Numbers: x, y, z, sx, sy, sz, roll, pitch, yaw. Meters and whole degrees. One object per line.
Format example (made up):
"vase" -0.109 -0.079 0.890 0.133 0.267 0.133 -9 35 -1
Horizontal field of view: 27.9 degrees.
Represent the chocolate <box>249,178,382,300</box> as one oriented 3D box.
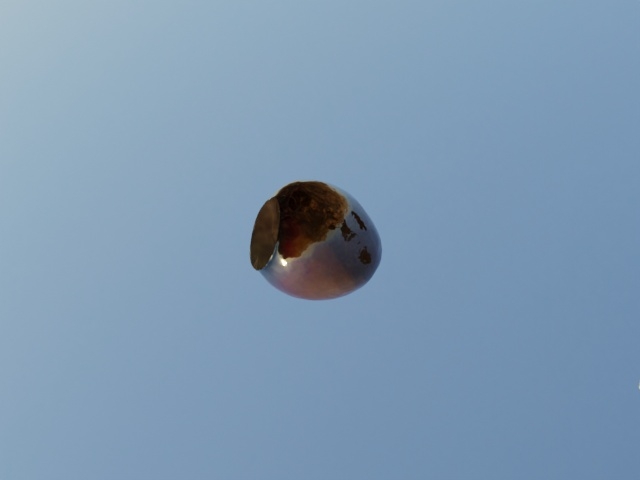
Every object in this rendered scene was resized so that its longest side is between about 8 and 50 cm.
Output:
"chocolate" 0.000 0.000 1.662 0.176 0.177 0.177 -29 -153 16
